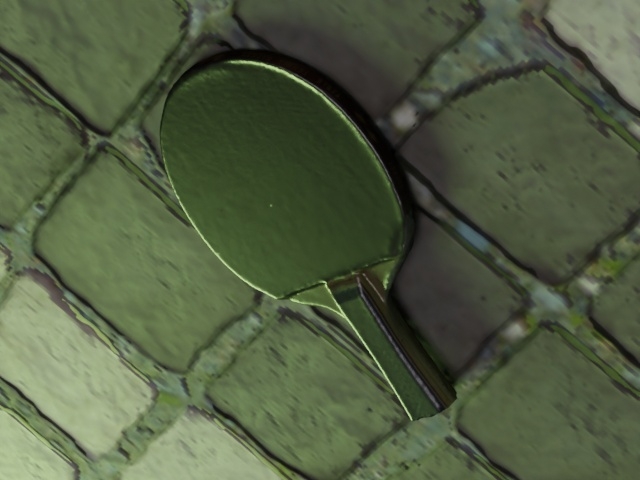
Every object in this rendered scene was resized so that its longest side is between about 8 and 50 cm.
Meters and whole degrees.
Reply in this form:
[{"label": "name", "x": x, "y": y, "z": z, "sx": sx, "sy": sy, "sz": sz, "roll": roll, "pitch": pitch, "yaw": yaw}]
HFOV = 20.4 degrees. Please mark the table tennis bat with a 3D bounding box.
[{"label": "table tennis bat", "x": 0.000, "y": 0.000, "z": 0.652, "sx": 0.095, "sy": 0.014, "sz": 0.158, "roll": -23, "pitch": 108, "yaw": 39}]
